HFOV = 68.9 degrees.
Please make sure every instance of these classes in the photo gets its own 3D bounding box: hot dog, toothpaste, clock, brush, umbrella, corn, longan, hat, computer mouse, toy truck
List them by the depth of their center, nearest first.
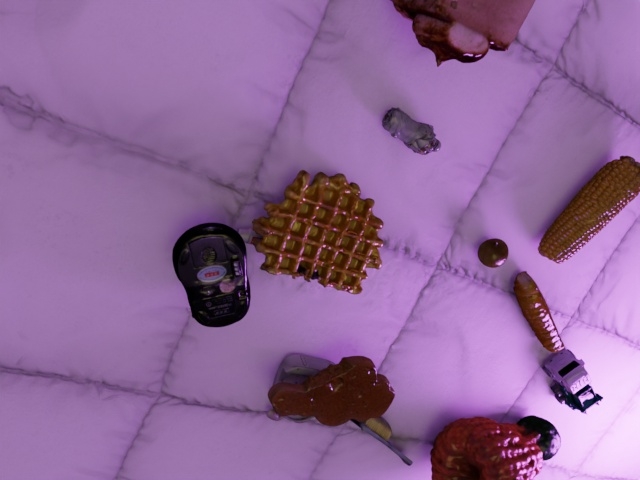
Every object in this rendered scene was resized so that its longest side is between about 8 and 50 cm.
[{"bbox_3d":[-0.212,0.063,0.926,0.137,0.096,0.233,-6,119,-8],"label":"computer mouse"},{"bbox_3d":[0.189,-0.219,0.952,0.143,0.062,0.067,21,75,-24],"label":"umbrella"},{"bbox_3d":[-0.070,0.003,0.982,0.218,0.033,0.052,10,107,-26],"label":"toothpaste"},{"bbox_3d":[0.415,0.026,1.118,0.075,0.075,0.083,-17,145,-10],"label":"longan"},{"bbox_3d":[-0.045,0.372,1.133,0.151,0.062,0.191,17,108,-23],"label":"clock"},{"bbox_3d":[0.658,-0.072,1.142,0.106,0.106,0.305,34,104,-27],"label":"corn"},{"bbox_3d":[0.582,0.199,1.251,0.068,0.083,0.289,-25,120,16],"label":"hot dog"},{"bbox_3d":[0.181,0.536,1.286,0.060,0.068,0.297,-53,124,-15],"label":"brush"},{"bbox_3d":[0.512,0.621,1.364,0.400,0.285,0.285,-6,118,-45],"label":"hat"},{"bbox_3d":[0.757,0.430,1.382,0.110,0.116,0.216,-36,119,0],"label":"toy truck"}]

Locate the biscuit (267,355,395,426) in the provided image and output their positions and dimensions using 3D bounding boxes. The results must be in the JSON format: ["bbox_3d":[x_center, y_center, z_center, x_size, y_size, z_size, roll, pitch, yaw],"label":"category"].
[{"bbox_3d":[0.032,0.355,1.090,0.319,0.047,0.184,-3,111,-21],"label":"biscuit"}]

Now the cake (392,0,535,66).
[{"bbox_3d":[0.252,-0.446,0.797,0.196,0.199,0.293,11,113,-27],"label":"cake"}]

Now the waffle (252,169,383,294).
[{"bbox_3d":[0.000,-0.001,0.965,0.283,0.065,0.310,-31,115,-16],"label":"waffle"}]
